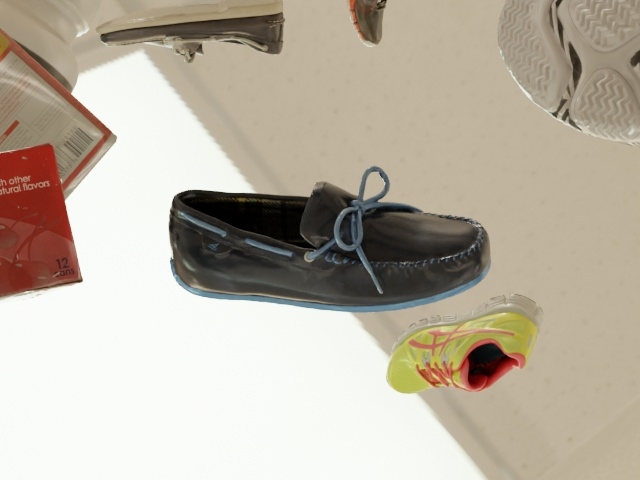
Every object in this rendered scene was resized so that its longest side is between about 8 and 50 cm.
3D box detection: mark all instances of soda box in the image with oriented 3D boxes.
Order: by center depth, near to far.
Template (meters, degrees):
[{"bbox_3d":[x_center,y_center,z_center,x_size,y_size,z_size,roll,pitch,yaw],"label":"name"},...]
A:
[{"bbox_3d":[-0.284,0.011,0.754,0.263,0.083,0.092,-12,-92,-28],"label":"soda box"}]

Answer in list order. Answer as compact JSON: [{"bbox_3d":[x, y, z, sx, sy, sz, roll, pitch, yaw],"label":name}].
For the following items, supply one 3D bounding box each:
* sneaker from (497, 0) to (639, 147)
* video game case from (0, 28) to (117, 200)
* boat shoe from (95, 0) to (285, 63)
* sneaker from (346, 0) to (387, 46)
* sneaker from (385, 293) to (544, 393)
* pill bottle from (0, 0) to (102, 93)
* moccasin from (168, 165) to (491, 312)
[{"bbox_3d":[0.323,-0.108,1.035,0.365,0.137,0.210,29,-174,36],"label":"sneaker"},{"bbox_3d":[-0.311,-0.088,0.920,0.204,0.025,0.285,-50,-54,-6],"label":"video game case"},{"bbox_3d":[-0.140,-0.221,1.379,0.206,0.065,0.075,-6,-158,2],"label":"boat shoe"},{"bbox_3d":[0.068,-0.317,1.573,0.064,0.158,0.061,-2,-157,18],"label":"sneaker"},{"bbox_3d":[0.154,0.135,1.435,0.081,0.208,0.094,42,-142,-25],"label":"sneaker"},{"bbox_3d":[-0.414,-0.170,1.493,0.210,0.210,0.363,27,-101,-6],"label":"pill bottle"},{"bbox_3d":[0.000,0.000,1.297,0.341,0.117,0.138,-3,-149,10],"label":"moccasin"}]
